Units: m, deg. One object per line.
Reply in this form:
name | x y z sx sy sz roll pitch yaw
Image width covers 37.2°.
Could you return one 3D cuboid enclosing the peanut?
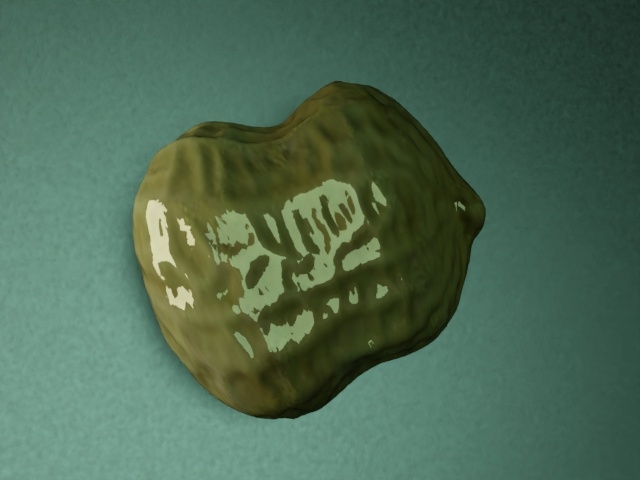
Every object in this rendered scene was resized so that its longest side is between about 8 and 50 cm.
peanut | 0.000 0.000 0.618 0.233 0.110 0.196 -23 89 -13
